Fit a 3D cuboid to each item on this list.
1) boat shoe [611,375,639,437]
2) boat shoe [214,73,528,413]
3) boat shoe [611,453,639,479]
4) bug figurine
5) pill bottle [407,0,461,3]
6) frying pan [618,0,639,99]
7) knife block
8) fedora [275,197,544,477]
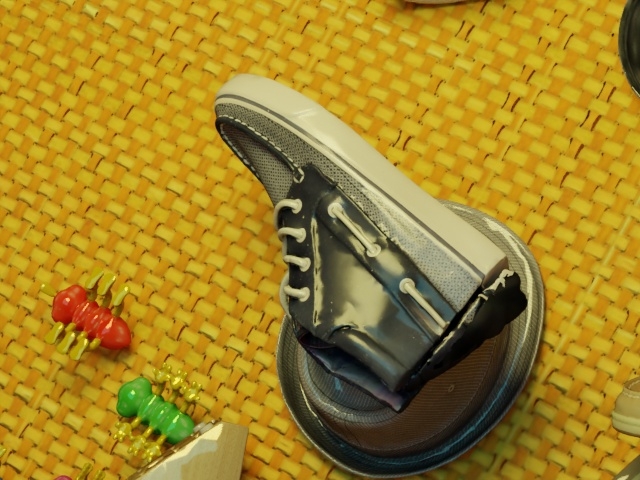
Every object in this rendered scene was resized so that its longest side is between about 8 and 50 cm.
[{"bbox_3d":[0.360,0.090,1.595,0.285,0.104,0.089,-19,106,-25],"label":"boat shoe"},{"bbox_3d":[0.000,0.000,1.636,0.340,0.127,0.158,37,72,24],"label":"boat shoe"},{"bbox_3d":[0.221,0.313,1.621,0.307,0.111,0.104,-46,66,-1],"label":"boat shoe"},{"bbox_3d":[-0.241,0.176,1.821,0.216,0.072,0.279,35,81,17],"label":"bug figurine"},{"bbox_3d":[0.111,-0.364,1.850,0.130,0.130,0.245,-6,73,15],"label":"pill bottle"},{"bbox_3d":[0.324,-0.218,1.785,0.326,0.053,0.197,33,85,24],"label":"frying pan"},{"bbox_3d":[-0.128,0.326,1.718,0.276,0.088,0.242,-34,92,-9],"label":"knife block"},{"bbox_3d":[0.069,0.074,1.732,0.244,0.124,0.275,28,83,22],"label":"fedora"}]
